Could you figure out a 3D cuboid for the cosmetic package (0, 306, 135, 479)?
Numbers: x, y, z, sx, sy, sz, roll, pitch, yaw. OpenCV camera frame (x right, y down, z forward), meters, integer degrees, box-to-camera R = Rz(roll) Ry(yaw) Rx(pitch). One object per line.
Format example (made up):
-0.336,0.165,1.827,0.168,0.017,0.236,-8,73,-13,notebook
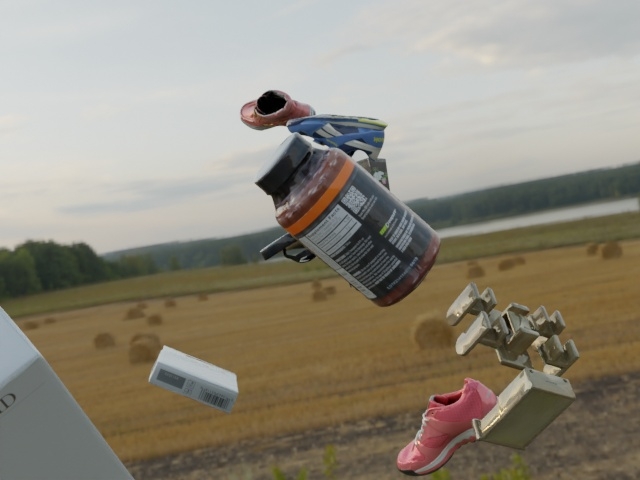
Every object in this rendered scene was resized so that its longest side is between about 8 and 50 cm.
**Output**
-0.409,0.312,1.164,0.230,0.453,0.161,-40,50,-20,cosmetic package

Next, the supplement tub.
0.026,-0.026,0.916,0.106,0.198,0.106,-47,13,14,supplement tub

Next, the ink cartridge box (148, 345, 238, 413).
-0.215,0.234,1.475,0.145,0.045,0.179,23,-3,-7,ink cartridge box

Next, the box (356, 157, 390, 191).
0.097,-0.116,1.708,0.052,0.083,0.062,0,-10,-45,box

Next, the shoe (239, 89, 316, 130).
-0.097,-0.238,1.552,0.178,0.064,0.081,11,-8,40,shoe

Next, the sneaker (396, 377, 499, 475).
0.274,0.415,1.966,0.314,0.136,0.116,-41,9,25,sneaker

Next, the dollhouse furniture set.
0.345,0.234,1.590,0.212,0.242,0.161,18,-54,-22,dollhouse furniture set

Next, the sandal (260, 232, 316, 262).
0.001,0.000,1.571,0.254,0.055,0.097,-15,-13,-44,sandal

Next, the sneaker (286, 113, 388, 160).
0.020,-0.143,1.188,0.144,0.059,0.053,9,17,19,sneaker
